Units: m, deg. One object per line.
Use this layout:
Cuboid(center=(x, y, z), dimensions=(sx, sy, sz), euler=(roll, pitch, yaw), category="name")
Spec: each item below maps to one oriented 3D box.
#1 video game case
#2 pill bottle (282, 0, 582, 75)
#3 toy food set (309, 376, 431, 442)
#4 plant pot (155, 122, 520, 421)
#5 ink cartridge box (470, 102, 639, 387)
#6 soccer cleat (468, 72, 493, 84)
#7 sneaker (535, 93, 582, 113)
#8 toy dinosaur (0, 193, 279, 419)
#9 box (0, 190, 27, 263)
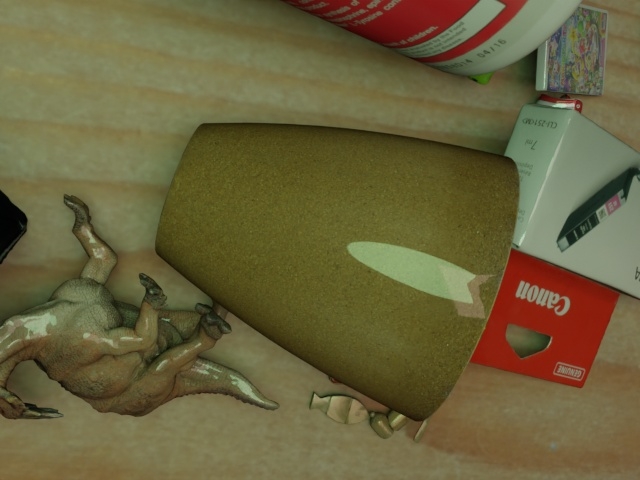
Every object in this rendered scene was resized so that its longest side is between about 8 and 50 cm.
Cuboid(center=(0.250, -0.189, 0.773), dimensions=(0.122, 0.011, 0.087), euler=(-7, 102, -44), category="video game case")
Cuboid(center=(0.001, -0.286, 0.559), dimensions=(0.407, 0.229, 0.229), euler=(14, 94, -33), category="pill bottle")
Cuboid(center=(0.056, 0.156, 0.797), dimensions=(0.122, 0.019, 0.078), euler=(24, 91, -10), category="toy food set")
Cuboid(center=(0.000, 0.000, 0.668), dimensions=(0.254, 0.237, 0.237), euler=(19, 93, -2), category="plant pot")
Cuboid(center=(0.250, 0.027, 0.760), dimensions=(0.275, 0.060, 0.239), euler=(18, 92, -40), category="ink cartridge box")
Cuboid(center=(0.184, -0.230, 0.758), dimensions=(0.060, 0.072, 0.179), euler=(26, 70, 22), category="soccer cleat")
Cuboid(center=(0.262, -0.106, 0.803), dimensions=(0.118, 0.042, 0.067), euler=(25, 94, -16), category="sneaker")
Cuboid(center=(-0.187, 0.103, 0.673), dimensions=(0.295, 0.127, 0.200), euler=(32, 100, -34), category="toy dinosaur")
Cuboid(center=(-0.421, 0.060, 0.503), dimensions=(0.395, 0.293, 0.212), euler=(-42, 106, -6), category="box")
